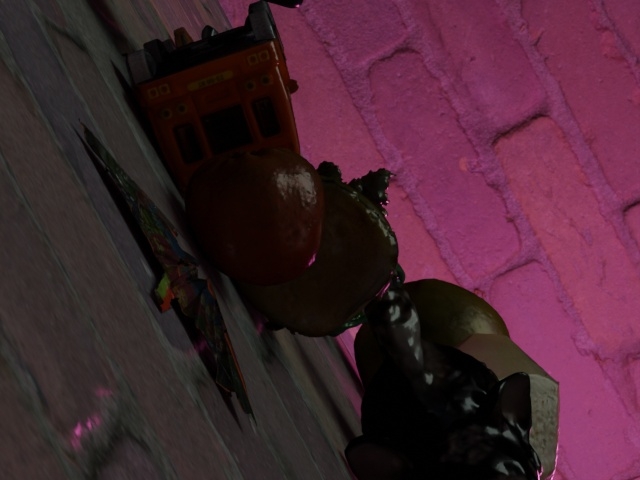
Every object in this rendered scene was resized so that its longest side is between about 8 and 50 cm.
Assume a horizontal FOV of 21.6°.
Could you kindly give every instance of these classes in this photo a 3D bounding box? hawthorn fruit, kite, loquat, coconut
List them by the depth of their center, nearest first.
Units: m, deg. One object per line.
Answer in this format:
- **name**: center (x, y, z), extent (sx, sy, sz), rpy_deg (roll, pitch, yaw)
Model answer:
- **kite**: center (-0.105, 0.019, 1.165), extent (0.241, 0.014, 0.183), rpy_deg (61, 6, -7)
- **hawthorn fruit**: center (-0.054, -0.020, 1.409), extent (0.128, 0.128, 0.128), rpy_deg (61, 3, -6)
- **coconut**: center (0.185, 0.223, 2.010), extent (0.237, 0.197, 0.237), rpy_deg (3, 90, -84)
- **loquat**: center (0.161, 0.172, 2.208), extent (0.246, 0.213, 0.213), rpy_deg (51, 7, -19)

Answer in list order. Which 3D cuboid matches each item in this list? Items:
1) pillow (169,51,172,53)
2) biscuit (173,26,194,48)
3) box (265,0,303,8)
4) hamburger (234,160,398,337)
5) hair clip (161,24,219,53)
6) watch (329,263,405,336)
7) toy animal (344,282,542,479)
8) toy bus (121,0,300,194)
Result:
- **pillow**: center (-0.095, -0.127, 1.901), extent (0.208, 0.053, 0.119), rpy_deg (55, 27, 10)
- **biscuit**: center (-0.142, -0.192, 2.178), extent (0.184, 0.027, 0.133), rpy_deg (59, 5, -11)
- **box**: center (-0.133, -0.284, 1.621), extent (0.230, 0.050, 0.160), rpy_deg (14, 12, -19)
- **hamburger**: center (0.000, 0.000, 1.548), extent (0.159, 0.185, 0.131), rpy_deg (46, 7, 1)
- **hair clip**: center (-0.132, -0.172, 2.032), extent (0.146, 0.056, 0.187), rpy_deg (46, 26, -64)
- **watch**: center (0.015, 0.019, 2.062), extent (0.152, 0.131, 0.165), rpy_deg (52, -1, 28)
- **toy animal**: center (0.132, 0.214, 1.680), extent (0.344, 0.194, 0.302), rpy_deg (-118, -176, -67)
- **toy bus**: center (-0.092, -0.138, 1.617), extent (0.329, 0.143, 0.153), rpy_deg (-106, 177, -79)
